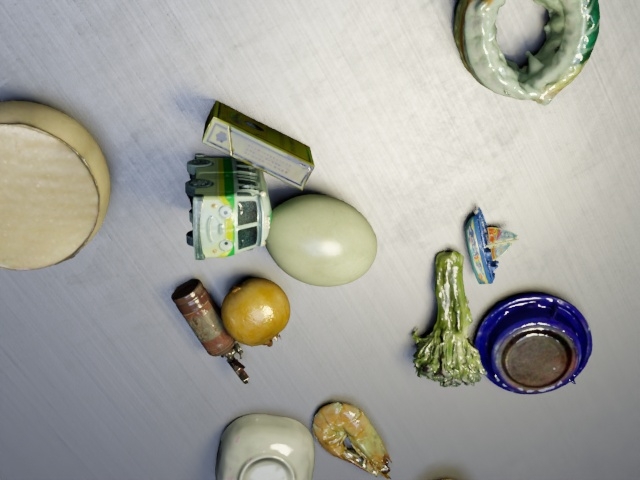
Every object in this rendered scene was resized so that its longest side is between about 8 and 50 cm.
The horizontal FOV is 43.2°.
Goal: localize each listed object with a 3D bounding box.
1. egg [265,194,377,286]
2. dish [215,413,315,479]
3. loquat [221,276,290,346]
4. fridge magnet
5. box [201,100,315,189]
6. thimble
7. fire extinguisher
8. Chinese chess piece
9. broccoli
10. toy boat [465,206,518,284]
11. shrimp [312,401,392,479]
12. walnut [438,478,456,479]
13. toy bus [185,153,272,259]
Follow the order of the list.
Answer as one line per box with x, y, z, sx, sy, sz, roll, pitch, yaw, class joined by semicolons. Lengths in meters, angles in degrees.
0.000;0.000;1.661;0.253;0.186;0.187;14;112;-27;egg
-0.127;0.539;1.890;0.256;0.117;0.256;-1;99;-7;dish
-0.139;0.155;1.745;0.163;0.137;0.163;-4;103;-16;loquat
0.485;0.244;1.842;0.265;0.113;0.266;2;114;4;fridge magnet
-0.123;-0.190;1.601;0.219;0.141;0.064;24;109;-13;box
0.390;-0.404;1.539;0.254;0.167;0.288;-13;112;2;thimble
-0.235;0.211;1.777;0.075;0.106;0.252;-26;112;5;fire extinguisher
-0.586;-0.103;1.587;0.337;0.140;0.338;-4;118;-7;Chinese chess piece
0.286;0.173;1.791;0.164;0.145;0.304;0;96;3;broccoli
0.374;0.005;1.749;0.110;0.091;0.175;-12;109;21;toy boat
0.084;0.493;1.946;0.145;0.061;0.267;-34;114;19;shrimp
0.310;0.670;1.988;0.155;0.155;0.184;27;105;-15;walnut
-0.180;-0.072;1.576;0.164;0.276;0.134;-2;113;-8;toy bus
